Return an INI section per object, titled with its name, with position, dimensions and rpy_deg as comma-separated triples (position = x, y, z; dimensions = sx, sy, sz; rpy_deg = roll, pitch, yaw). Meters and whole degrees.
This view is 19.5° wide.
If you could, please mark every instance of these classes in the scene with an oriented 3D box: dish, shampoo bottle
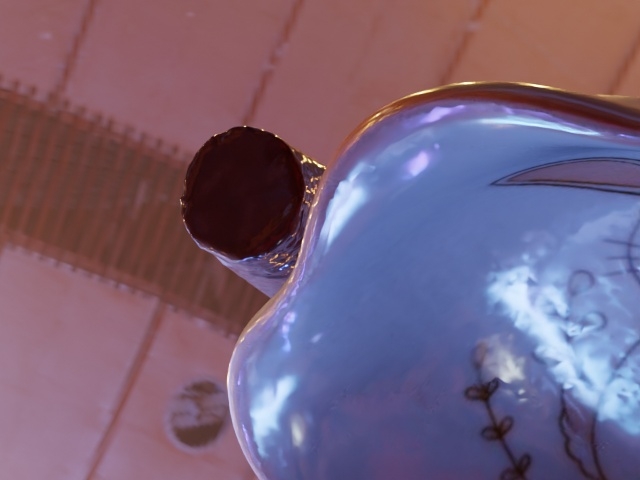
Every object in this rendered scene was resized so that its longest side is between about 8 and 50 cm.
[dish]
position = 0.095, 0.035, 0.465
dimensions = 0.229, 0.229, 0.081
rpy_deg = 57, -142, -26
[shampoo bottle]
position = -0.002, 0.002, 0.922
dimensions = 0.236, 0.068, 0.067
rpy_deg = 30, -117, -68
